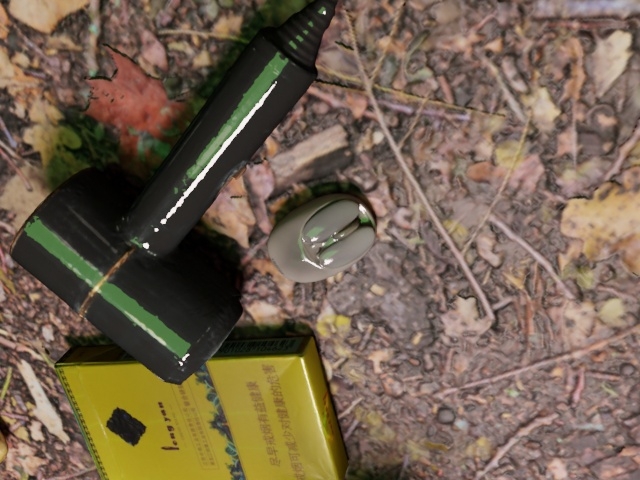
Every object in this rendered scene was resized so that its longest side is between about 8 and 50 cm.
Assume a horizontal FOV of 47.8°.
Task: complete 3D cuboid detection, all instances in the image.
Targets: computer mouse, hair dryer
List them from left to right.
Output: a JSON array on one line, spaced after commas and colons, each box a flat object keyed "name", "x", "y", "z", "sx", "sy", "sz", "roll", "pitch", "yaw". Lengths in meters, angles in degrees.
[{"name": "hair dryer", "x": -0.082, "y": -0.046, "z": 0.575, "sx": 0.189, "sy": 0.107, "sz": 0.352, "roll": 41, "pitch": 115, "yaw": -6}, {"name": "computer mouse", "x": -0.001, "y": 0.001, "z": 0.598, "sx": 0.096, "sy": 0.039, "sz": 0.066, "roll": -25, "pitch": 106, "yaw": 26}]

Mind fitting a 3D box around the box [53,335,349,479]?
[{"name": "box", "x": -0.121, "y": 0.175, "z": 0.723, "sx": 0.278, "sy": 0.041, "sz": 0.153, "roll": -6, "pitch": 114, "yaw": 21}]

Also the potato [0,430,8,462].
[{"name": "potato", "x": -0.402, "y": 0.231, "z": 0.830, "sx": 0.083, "sy": 0.062, "sz": 0.068, "roll": 41, "pitch": 156, "yaw": 4}]
